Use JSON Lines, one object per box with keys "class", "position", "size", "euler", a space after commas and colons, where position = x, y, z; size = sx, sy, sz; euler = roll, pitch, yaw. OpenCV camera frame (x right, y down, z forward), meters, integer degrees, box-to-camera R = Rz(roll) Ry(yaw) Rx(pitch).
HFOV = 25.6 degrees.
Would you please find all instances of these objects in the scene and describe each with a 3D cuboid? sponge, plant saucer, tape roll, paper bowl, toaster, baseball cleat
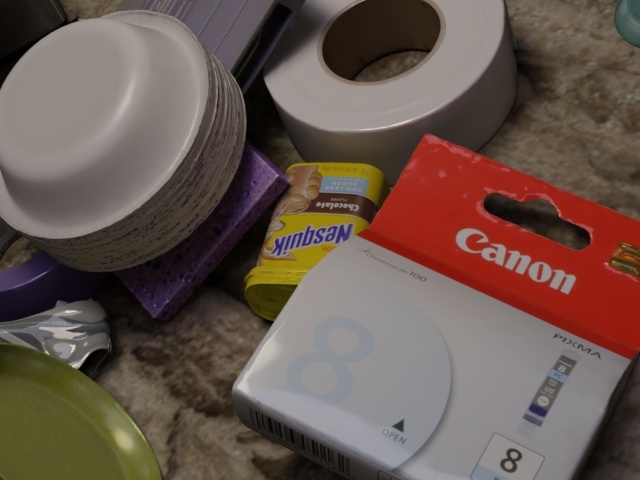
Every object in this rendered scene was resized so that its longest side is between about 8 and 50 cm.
{"class": "sponge", "position": [-0.141, -0.025, 1.548], "size": [0.210, 0.031, 0.117], "euler": [-49, 61, 8]}
{"class": "plant saucer", "position": [-0.262, 0.197, 1.368], "size": [0.037, 0.241, 0.241], "euler": [-49, 46, 19]}
{"class": "tape roll", "position": [0.082, -0.201, 1.619], "size": [0.286, 0.100, 0.286], "euler": [-10, 50, 13]}
{"class": "tape roll", "position": [-0.335, 0.004, 1.621], "size": [0.189, 0.080, 0.189], "euler": [-10, 51, 13]}
{"class": "paper bowl", "position": [-0.234, -0.120, 1.500], "size": [0.284, 0.148, 0.284], "euler": [-13, 59, 22]}
{"class": "plant saucer", "position": [0.394, -0.267, 1.608], "size": [0.119, 0.021, 0.119], "euler": [-10, 50, 13]}
{"class": "toaster", "position": [-0.440, -0.329, 1.900], "size": [0.186, 0.110, 0.168], "euler": [-30, 50, -5]}
{"class": "baseball cleat", "position": [-0.324, 0.131, 1.524], "size": [0.206, 0.072, 0.109], "euler": [-22, 56, 7]}

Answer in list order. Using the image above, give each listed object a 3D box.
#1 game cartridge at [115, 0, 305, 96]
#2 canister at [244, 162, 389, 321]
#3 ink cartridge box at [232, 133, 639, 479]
{"class": "game cartridge", "position": [-0.170, -0.211, 1.651], "size": [0.355, 0.068, 0.230], "euler": [-57, 47, 10]}
{"class": "canister", "position": [0.000, 0.000, 1.508], "size": [0.126, 0.073, 0.170], "euler": [1, 52, 20]}
{"class": "ink cartridge box", "position": [0.145, 0.073, 1.343], "size": [0.308, 0.091, 0.385], "euler": [24, 65, 18]}
